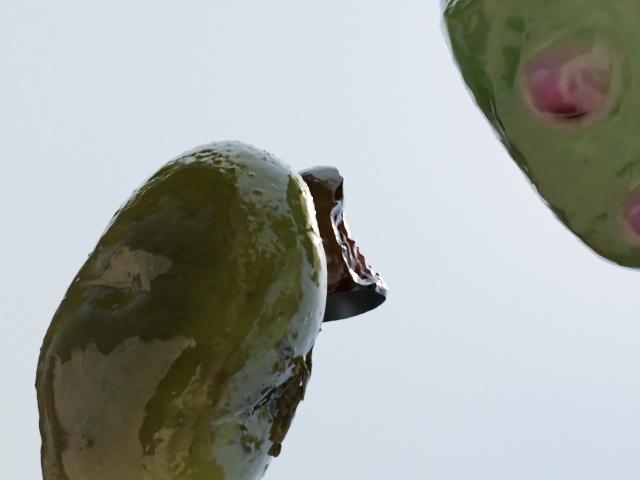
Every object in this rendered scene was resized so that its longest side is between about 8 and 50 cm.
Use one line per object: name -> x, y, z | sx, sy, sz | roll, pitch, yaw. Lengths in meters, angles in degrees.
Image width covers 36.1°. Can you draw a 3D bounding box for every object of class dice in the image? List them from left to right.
dice -> 0.315, -0.190, 0.862 | 0.330, 0.318, 0.322 | -34, -72, 26

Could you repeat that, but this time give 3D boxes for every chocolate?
chocolate -> 0.000, 0.000, 0.900 | 0.124, 0.127, 0.133 | 127, -41, -53

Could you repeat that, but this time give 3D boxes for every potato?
potato -> -0.078, 0.059, 0.591 | 0.169, 0.143, 0.248 | 11, -106, 29
